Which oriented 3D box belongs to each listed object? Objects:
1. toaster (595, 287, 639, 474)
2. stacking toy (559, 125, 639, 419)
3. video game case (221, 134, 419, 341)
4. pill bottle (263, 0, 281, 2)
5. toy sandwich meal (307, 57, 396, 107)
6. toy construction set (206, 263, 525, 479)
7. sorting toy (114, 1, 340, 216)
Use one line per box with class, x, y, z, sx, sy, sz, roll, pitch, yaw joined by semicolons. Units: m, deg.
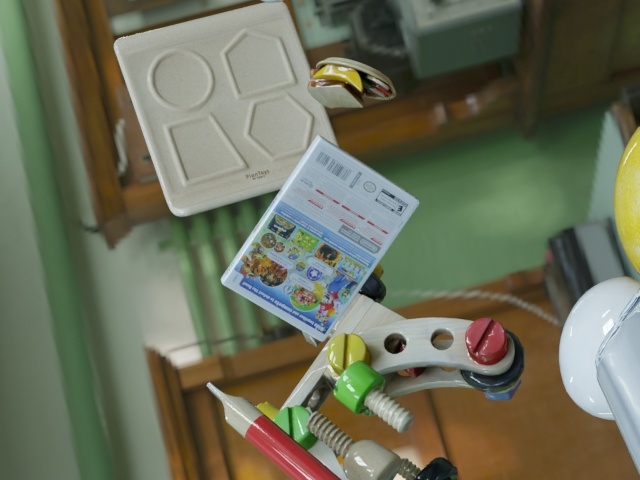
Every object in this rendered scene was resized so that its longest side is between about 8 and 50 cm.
toaster;0.286;0.091;0.922;0.227;0.129;0.146;-58;25;23
stacking toy;0.368;-0.048;1.116;0.350;0.480;0.350;34;-173;-5
video game case;0.000;0.000;0.916;0.087;0.122;0.011;31;-171;-19
pill bottle;0.027;-0.202;0.819;0.087;0.160;0.087;42;141;48
toy sandwich meal;0.027;-0.139;1.204;0.085;0.085;0.029;85;-156;-79
toy construction set;0.001;0.124;1.128;0.237;0.257;0.309;36;-170;24
sorting toy;-0.095;-0.138;1.380;0.038;0.193;0.208;123;128;-68
